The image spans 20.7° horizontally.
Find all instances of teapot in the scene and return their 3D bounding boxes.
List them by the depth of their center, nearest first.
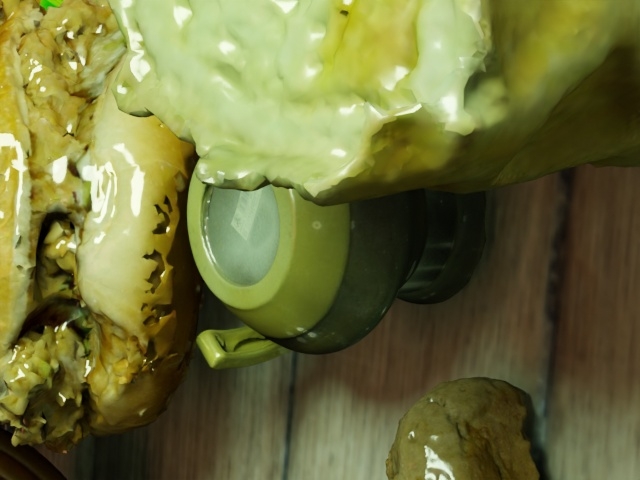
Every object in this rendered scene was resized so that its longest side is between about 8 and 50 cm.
[{"bbox_3d":[0.000,0.000,0.844,0.130,0.119,0.165,58,133,30],"label":"teapot"}]

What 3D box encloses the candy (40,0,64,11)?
[{"bbox_3d":[-0.203,-0.090,1.121,0.102,0.032,0.178,44,124,36],"label":"candy"}]

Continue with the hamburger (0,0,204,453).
[{"bbox_3d":[-0.163,-0.004,0.931,0.260,0.211,0.245,-85,-2,-47],"label":"hamburger"}]

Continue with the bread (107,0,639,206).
[{"bbox_3d":[0.053,-0.124,0.680,0.196,0.252,0.238,-18,77,45],"label":"bread"}]

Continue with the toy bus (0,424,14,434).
[{"bbox_3d":[-0.284,0.164,1.188,0.136,0.109,0.329,47,125,48],"label":"toy bus"}]

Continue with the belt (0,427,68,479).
[{"bbox_3d":[-0.221,0.243,1.018,0.122,0.217,0.338,13,129,46],"label":"belt"}]

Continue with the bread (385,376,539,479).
[{"bbox_3d":[0.069,0.120,0.811,0.060,0.082,0.113,-36,65,46],"label":"bread"}]
